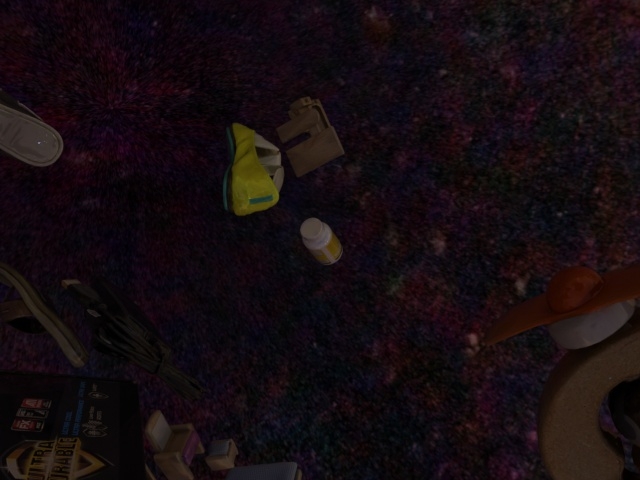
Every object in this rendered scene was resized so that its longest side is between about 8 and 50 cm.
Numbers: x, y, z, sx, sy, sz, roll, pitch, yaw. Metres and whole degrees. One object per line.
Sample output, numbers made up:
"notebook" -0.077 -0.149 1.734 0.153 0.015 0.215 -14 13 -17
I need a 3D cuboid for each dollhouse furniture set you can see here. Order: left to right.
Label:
"dollhouse furniture set" -0.168 0.353 0.989 0.303 0.286 0.198 -11 118 17
"dollhouse furniture set" 0.010 -0.230 1.302 0.151 0.123 0.144 -27 93 -51

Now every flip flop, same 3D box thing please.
"flip flop" -0.498 0.131 1.105 0.080 0.277 0.112 -43 155 -16

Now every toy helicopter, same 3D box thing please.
"toy helicopter" 0.269 0.050 0.434 0.235 0.140 0.355 30 115 10

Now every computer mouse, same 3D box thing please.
"computer mouse" -0.252 0.100 0.761 0.060 0.262 0.184 -47 132 -10

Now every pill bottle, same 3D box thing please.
"pill bottle" 0.000 0.000 1.345 0.065 0.065 0.116 -44 148 -5

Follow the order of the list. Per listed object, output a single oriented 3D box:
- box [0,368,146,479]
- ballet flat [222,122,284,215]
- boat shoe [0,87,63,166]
"box" -0.287 0.165 0.485 0.293 0.295 0.073 10 92 -17
"ballet flat" -0.089 -0.099 0.864 0.077 0.231 0.077 -6 119 -4
"boat shoe" -0.609 -0.236 1.116 0.335 0.095 0.112 35 85 -31
